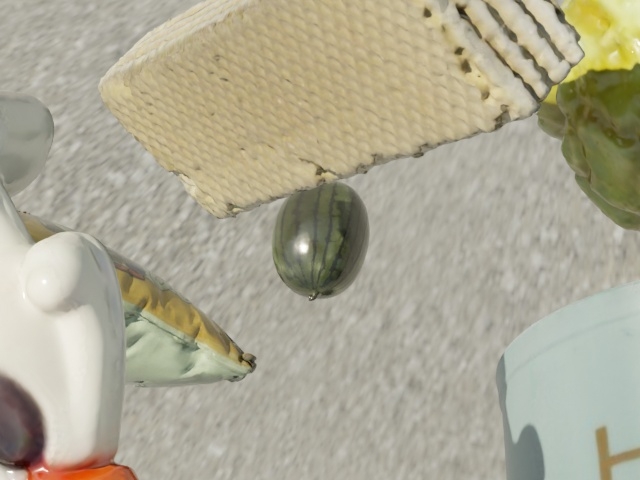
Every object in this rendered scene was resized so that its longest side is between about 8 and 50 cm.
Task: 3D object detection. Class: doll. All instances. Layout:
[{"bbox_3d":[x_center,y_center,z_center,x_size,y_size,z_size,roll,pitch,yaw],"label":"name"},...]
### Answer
[{"bbox_3d":[-0.088,0.101,0.617,0.271,0.144,0.208,44,111,21],"label":"doll"}]

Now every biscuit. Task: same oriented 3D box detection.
[{"bbox_3d":[-0.007,-0.101,1.144,0.144,0.426,0.078,49,66,-14],"label":"biscuit"}]

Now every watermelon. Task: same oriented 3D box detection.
[{"bbox_3d":[0.000,0.000,1.488,0.078,0.111,0.078,5,138,4],"label":"watermelon"}]

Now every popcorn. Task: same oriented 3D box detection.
[{"bbox_3d":[0.291,-0.120,1.244,0.282,0.247,0.282,-17,142,-13],"label":"popcorn"}]

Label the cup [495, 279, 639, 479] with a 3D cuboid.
[{"bbox_3d":[0.238,0.198,0.748,0.331,0.257,0.311,6,66,-11],"label":"cup"}]

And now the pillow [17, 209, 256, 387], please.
[{"bbox_3d":[-0.256,0.056,1.777,0.310,0.312,0.119,27,73,-29],"label":"pillow"}]
